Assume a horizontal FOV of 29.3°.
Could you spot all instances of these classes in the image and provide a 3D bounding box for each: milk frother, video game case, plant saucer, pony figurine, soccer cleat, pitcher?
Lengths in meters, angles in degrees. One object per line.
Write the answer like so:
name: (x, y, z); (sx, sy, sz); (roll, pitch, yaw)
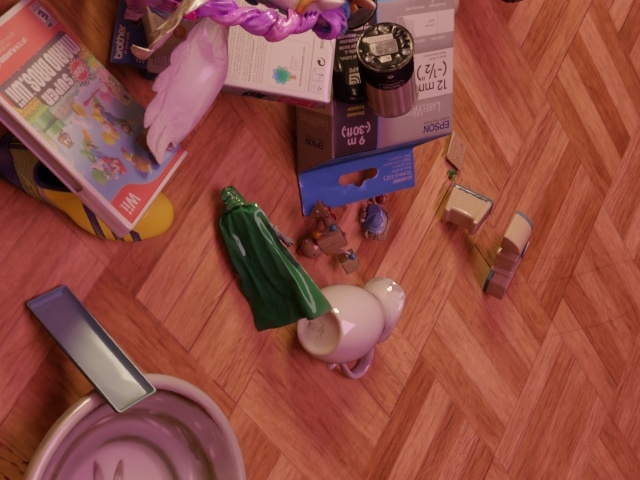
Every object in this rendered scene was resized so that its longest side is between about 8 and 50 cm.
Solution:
milk frother: (0.082, -0.276, 1.794); (0.135, 0.129, 0.143); (76, 22, -65)
video game case: (-0.301, -0.158, 1.500); (0.285, 0.025, 0.204); (46, 33, -14)
plant saucer: (-0.295, 0.140, 1.562); (0.192, 0.018, 0.067); (47, 43, 13)
plant saucer: (-0.266, 0.373, 1.627); (0.400, 0.100, 0.401); (-3, 94, -49)
pony figurine: (-0.155, -0.318, 1.502); (0.363, 0.303, 0.351); (41, 67, 7)
soccer cleat: (-0.285, -0.064, 1.575); (0.289, 0.121, 0.093); (28, 71, -46)
pitcher: (0.044, 0.154, 1.979); (0.207, 0.125, 0.178); (-10, 114, -60)

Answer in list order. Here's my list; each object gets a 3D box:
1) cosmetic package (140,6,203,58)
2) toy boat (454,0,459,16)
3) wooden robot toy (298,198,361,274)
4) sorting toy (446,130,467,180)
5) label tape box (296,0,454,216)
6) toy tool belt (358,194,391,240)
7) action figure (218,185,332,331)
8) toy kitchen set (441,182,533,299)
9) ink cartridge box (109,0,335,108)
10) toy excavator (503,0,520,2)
cosmetic package: (-0.205, -0.374, 1.640); (0.099, 0.060, 0.239); (-13, 89, -14)
toy boat: (0.127, -0.450, 2.038); (0.151, 0.151, 0.231); (-24, 110, -28)
wooden robot toy: (0.000, 0.000, 1.965); (0.173, 0.079, 0.076); (56, 8, -53)
sorting toy: (0.248, -0.155, 2.274); (0.062, 0.012, 0.083); (42, 57, -47)
label tape box: (0.088, -0.219, 1.944); (0.249, 0.115, 0.348); (-15, 112, -33)
toy tool belt: (0.092, -0.042, 2.067); (0.051, 0.052, 0.083); (12, 81, -57)
action figure: (-0.087, 0.020, 1.830); (0.232, 0.137, 0.063); (62, 25, -19)
toy kitchen set: (0.312, -0.016, 2.317); (0.122, 0.166, 0.207); (-58, 167, -30)
ink cartridge box: (-0.132, -0.302, 1.715); (0.311, 0.065, 0.186); (8, 83, -16)
toy excavator: (0.214, -0.644, 2.059); (0.445, 0.433, 0.222); (14, 63, -7)
